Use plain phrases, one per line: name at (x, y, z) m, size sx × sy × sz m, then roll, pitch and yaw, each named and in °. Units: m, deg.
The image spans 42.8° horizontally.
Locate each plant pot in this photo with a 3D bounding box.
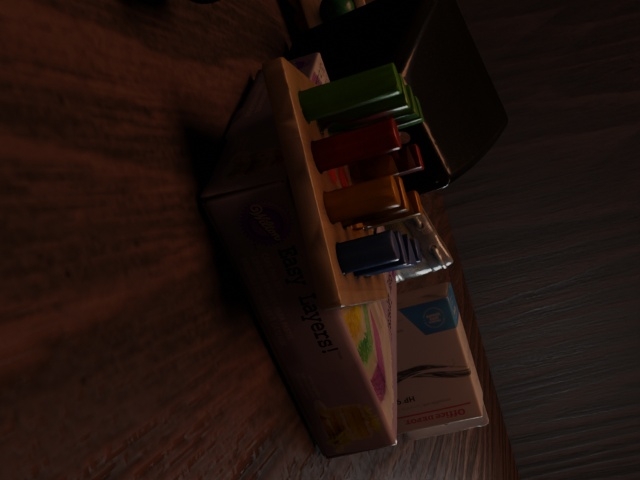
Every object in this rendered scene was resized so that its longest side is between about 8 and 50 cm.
plant pot at (0.068, -0.131, 0.844) m, size 0.187 × 0.188 × 0.167 m, roll 59°, pitch 31°, yaw -25°

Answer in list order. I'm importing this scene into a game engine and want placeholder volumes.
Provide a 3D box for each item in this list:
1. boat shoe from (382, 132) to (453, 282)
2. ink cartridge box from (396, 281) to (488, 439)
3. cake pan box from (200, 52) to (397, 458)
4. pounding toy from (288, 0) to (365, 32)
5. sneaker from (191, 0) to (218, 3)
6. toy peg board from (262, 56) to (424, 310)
boat shoe at (0.084, -0.103, 1.056) m, size 0.118 × 0.103 × 0.320 m, roll 42°, pitch 34°, yaw -67°
ink cartridge box at (0.120, 0.149, 0.917) m, size 0.060 × 0.104 × 0.180 m, roll -56°, pitch 129°, yaw -73°
cake pan box at (0.000, 0.000, 0.680) m, size 0.267 × 0.070 × 0.245 m, roll -80°, pitch 154°, yaw -60°
pounding toy at (-0.003, -0.278, 0.959) m, size 0.141 × 0.100 × 0.130 m, roll -101°, pitch 171°, yaw -69°
sneaker at (-0.109, -0.280, 0.516) m, size 0.108 × 0.100 × 0.271 m, roll -115°, pitch -168°, yaw -85°
toy peg board at (0.038, -0.041, 0.568) m, size 0.161 × 0.079 × 0.160 m, roll 8°, pitch 68°, yaw -74°
